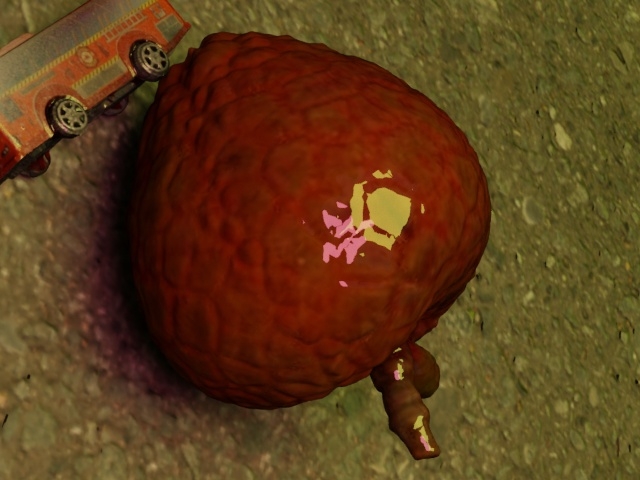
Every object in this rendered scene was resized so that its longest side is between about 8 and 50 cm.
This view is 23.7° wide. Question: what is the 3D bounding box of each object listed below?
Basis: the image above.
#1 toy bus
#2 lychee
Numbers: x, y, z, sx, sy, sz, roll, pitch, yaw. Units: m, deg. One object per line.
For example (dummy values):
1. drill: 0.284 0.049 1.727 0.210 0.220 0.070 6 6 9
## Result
1. toy bus: -0.164 -0.105 0.991 0.077 0.065 0.192 50 45 -4
2. lychee: 0.000 0.000 0.982 0.300 0.255 0.255 44 43 9
